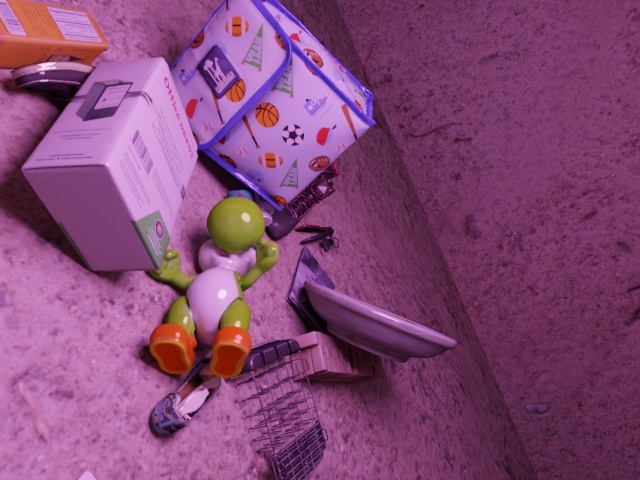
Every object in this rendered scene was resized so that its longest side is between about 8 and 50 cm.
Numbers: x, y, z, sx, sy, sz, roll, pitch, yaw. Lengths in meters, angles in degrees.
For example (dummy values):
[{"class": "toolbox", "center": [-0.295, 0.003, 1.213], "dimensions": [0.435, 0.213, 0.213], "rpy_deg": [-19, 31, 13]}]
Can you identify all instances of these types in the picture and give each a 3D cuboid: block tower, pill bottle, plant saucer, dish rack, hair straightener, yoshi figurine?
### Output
[{"class": "block tower", "center": [0.046, 0.306, 1.209], "dimensions": [0.335, 0.090, 0.097], "rpy_deg": [29, 44, -52]}, {"class": "pill bottle", "center": [-0.150, -0.097, 1.190], "dimensions": [0.067, 0.067, 0.120], "rpy_deg": [32, 42, -51]}, {"class": "plant saucer", "center": [0.130, 0.215, 1.183], "dimensions": [0.400, 0.400, 0.101], "rpy_deg": [27, 83, -54]}, {"class": "dish rack", "center": [-0.078, 0.340, 0.965], "dimensions": [0.208, 0.074, 0.272], "rpy_deg": [-2, 73, -62]}, {"class": "hair straightener", "center": [0.000, 0.000, 1.443], "dimensions": [0.230, 0.047, 0.089], "rpy_deg": [3, 66, -67]}, {"class": "yoshi figurine", "center": [-0.181, 0.050, 0.869], "dimensions": [0.203, 0.202, 0.362], "rpy_deg": [43, 30, -28]}]

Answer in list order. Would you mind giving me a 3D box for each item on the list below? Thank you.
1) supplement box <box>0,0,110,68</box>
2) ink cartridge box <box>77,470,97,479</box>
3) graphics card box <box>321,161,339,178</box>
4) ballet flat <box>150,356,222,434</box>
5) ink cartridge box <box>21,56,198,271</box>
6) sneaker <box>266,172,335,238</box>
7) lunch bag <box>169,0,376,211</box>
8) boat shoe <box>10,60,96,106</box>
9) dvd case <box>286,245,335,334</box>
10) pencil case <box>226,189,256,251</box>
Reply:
[{"class": "supplement box", "center": [-0.460, -0.328, 0.766], "dimensions": [0.080, 0.078, 0.233], "rpy_deg": [61, 25, -5]}, {"class": "ink cartridge box", "center": [-0.274, 0.378, 0.555], "dimensions": [0.182, 0.061, 0.104], "rpy_deg": [62, 25, -10]}, {"class": "graphics card box", "center": [-0.084, -0.298, 1.459], "dimensions": [0.370, 0.094, 0.233], "rpy_deg": [-9, 77, -63]}, {"class": "ballet flat", "center": [-0.202, 0.253, 0.799], "dimensions": [0.070, 0.070, 0.188], "rpy_deg": [62, 25, -10]}, {"class": "ink cartridge box", "center": [-0.306, -0.126, 0.761], "dimensions": [0.211, 0.121, 0.289], "rpy_deg": [82, 7, -46]}, {"class": "sneaker", "center": [-0.047, -0.116, 1.295], "dimensions": [0.107, 0.162, 0.281], "rpy_deg": [57, 27, -20]}, {"class": "lunch bag", "center": [-0.121, -0.309, 1.053], "dimensions": [0.385, 0.327, 0.239], "rpy_deg": [40, 27, -23]}, {"class": "boat shoe", "center": [-0.404, -0.254, 0.806], "dimensions": [0.223, 0.080, 0.074], "rpy_deg": [-39, 121, -68]}, {"class": "dvd case", "center": [-0.021, 0.140, 1.303], "dimensions": [0.165, 0.018, 0.221], "rpy_deg": [54, 28, -25]}, {"class": "pencil case", "center": [-0.175, -0.043, 1.099], "dimensions": [0.070, 0.064, 0.152], "rpy_deg": [33, 41, -61]}]
